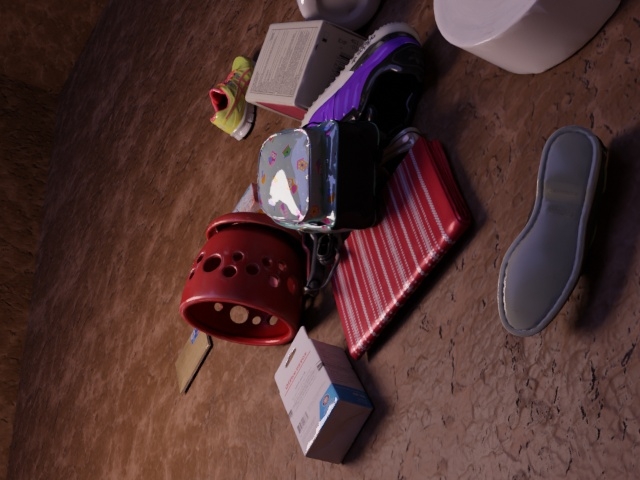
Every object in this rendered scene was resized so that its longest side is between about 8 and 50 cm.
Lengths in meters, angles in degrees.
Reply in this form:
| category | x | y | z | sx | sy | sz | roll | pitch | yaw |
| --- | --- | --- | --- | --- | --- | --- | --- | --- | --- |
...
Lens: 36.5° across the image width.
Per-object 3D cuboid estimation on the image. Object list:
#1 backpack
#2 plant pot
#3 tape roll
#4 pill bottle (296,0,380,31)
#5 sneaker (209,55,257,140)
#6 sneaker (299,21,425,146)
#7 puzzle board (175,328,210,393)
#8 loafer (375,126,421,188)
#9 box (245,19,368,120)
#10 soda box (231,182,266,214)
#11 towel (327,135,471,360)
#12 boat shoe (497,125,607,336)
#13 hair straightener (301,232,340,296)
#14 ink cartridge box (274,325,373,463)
| category | x | y | z | sx | sy | sz | roll | pitch | yaw |
| --- | --- | --- | --- | --- | --- | --- | --- | --- | --- |
| backpack | -0.012 | -0.091 | 1.414 | 0.188 | 0.145 | 0.165 | -1 | 91 | 61 |
| plant pot | -0.118 | 0.057 | 1.558 | 0.191 | 0.191 | 0.174 | -31 | 45 | 53 |
| tape roll | 0.264 | -0.354 | 1.198 | 0.286 | 0.100 | 0.286 | -41 | 39 | 46 |
| pill bottle | 0.012 | -0.484 | 1.711 | 0.146 | 0.146 | 0.264 | -56 | 30 | 28 |
| sneaker | -0.185 | -0.314 | 2.035 | 0.081 | 0.094 | 0.208 | -42 | 37 | 47 |
| sneaker | 0.061 | -0.181 | 1.468 | 0.293 | 0.102 | 0.146 | -55 | 31 | 29 |
| puzzle board | -0.249 | 0.224 | 1.899 | 0.128 | 0.011 | 0.096 | -59 | 28 | 22 |
| loafer | 0.103 | -0.112 | 1.412 | 0.125 | 0.045 | 0.039 | -47 | 42 | 35 |
| box | -0.014 | -0.281 | 1.649 | 0.232 | 0.127 | 0.148 | 24 | 95 | 64 |
| soda box | -0.140 | -0.017 | 1.790 | 0.183 | 0.063 | 0.058 | -53 | 31 | 31 |
| towel | 0.103 | 0.009 | 1.345 | 0.274 | 0.031 | 0.198 | -55 | 30 | 30 |
| boat shoe | 0.253 | -0.005 | 1.031 | 0.081 | 0.069 | 0.227 | 19 | 92 | 29 |
| hair straightener | 0.000 | 0.000 | 1.477 | 0.089 | 0.047 | 0.230 | -56 | 14 | 31 |
| ink cartridge box | 0.001 | 0.214 | 1.371 | 0.104 | 0.060 | 0.180 | -62 | 28 | 20 |
